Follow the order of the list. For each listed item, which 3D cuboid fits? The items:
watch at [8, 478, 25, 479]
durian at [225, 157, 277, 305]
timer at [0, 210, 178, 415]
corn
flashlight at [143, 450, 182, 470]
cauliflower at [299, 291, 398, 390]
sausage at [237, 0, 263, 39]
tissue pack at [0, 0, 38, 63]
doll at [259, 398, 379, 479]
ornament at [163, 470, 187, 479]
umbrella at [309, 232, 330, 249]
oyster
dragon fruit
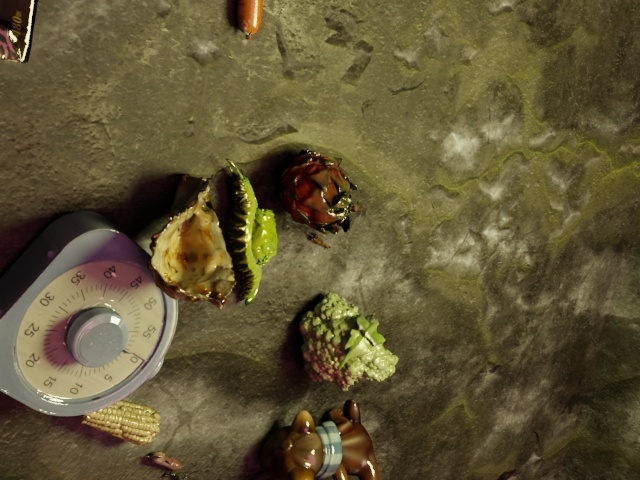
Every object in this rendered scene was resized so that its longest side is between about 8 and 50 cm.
[{"bbox_3d":[-0.702,0.687,1.513,0.326,0.314,0.335,-13,103,-22],"label":"watch"},{"bbox_3d":[-0.157,-0.010,1.715,0.132,0.106,0.375,-24,127,-35],"label":"durian"},{"bbox_3d":[-0.451,0.169,1.516,0.395,0.173,0.395,-16,118,-33],"label":"timer"},{"bbox_3d":[-0.447,0.389,1.680,0.211,0.087,0.087,29,90,-38],"label":"corn"},{"bbox_3d":[-0.369,0.523,1.831,0.110,0.052,0.031,43,45,-48],"label":"flashlight"},{"bbox_3d":[0.082,0.262,1.973,0.315,0.256,0.239,-16,120,-67],"label":"cauliflower"},{"bbox_3d":[-0.131,-0.574,1.517,0.053,0.053,0.348,-8,114,-36],"label":"sausage"},{"bbox_3d":[-0.528,-0.463,1.159,0.198,0.210,0.370,-1,109,-44],"label":"tissue pack"},{"bbox_3d":[-0.003,0.584,2.058,0.339,0.209,0.318,13,68,-43],"label":"doll"},{"bbox_3d":[-0.347,0.612,1.890,0.073,0.028,0.125,-53,130,-6],"label":"ornament"},{"bbox_3d":[0.000,0.002,1.896,0.083,0.031,0.020,42,50,-43],"label":"umbrella"},{"bbox_3d":[-0.258,-0.015,1.516,0.133,0.337,0.198,-20,136,22],"label":"oyster"},{"bbox_3d":[-0.008,-0.111,1.731,0.182,0.188,0.182,-8,105,-31],"label":"dragon fruit"}]
